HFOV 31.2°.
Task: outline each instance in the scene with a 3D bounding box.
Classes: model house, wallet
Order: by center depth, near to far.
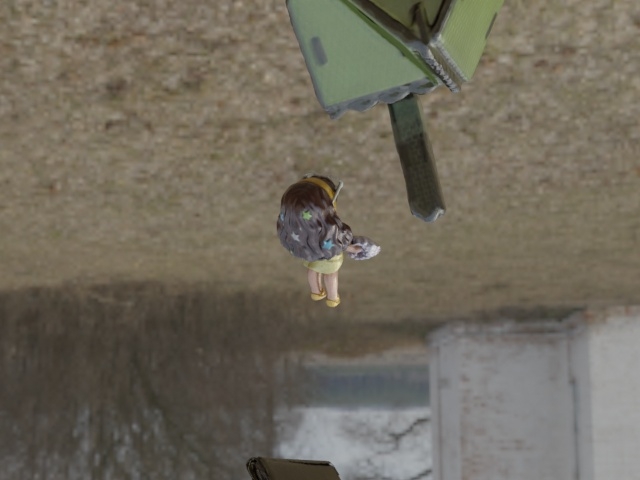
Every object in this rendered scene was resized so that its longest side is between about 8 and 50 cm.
[{"bbox_3d":[0.063,-0.163,0.914,0.205,0.278,0.218,-13,167,17],"label":"model house"},{"bbox_3d":[-0.020,0.355,1.618,0.031,0.110,0.198,-42,150,16],"label":"wallet"}]

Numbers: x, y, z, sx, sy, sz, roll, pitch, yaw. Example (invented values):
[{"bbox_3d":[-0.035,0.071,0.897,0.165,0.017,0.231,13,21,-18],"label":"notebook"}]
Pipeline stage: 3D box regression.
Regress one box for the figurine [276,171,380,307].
[{"bbox_3d":[-0.001,-0.001,1.962,0.175,0.116,0.240,16,139,34],"label":"figurine"}]
